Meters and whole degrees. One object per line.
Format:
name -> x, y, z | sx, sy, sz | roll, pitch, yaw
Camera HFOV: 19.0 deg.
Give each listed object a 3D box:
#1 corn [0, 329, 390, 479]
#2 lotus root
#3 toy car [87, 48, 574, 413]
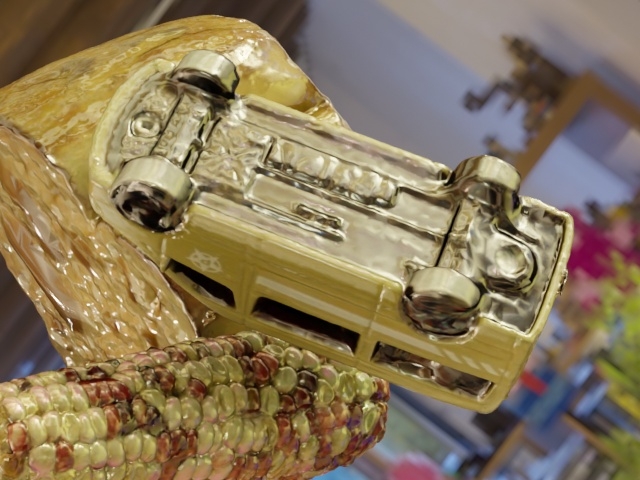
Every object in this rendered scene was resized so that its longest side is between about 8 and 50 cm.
corn -> -0.076, 0.100, 1.063 | 0.281, 0.092, 0.092 | -5, -38, -41
lotus root -> -0.072, -0.020, 1.270 | 0.250, 0.316, 0.316 | -38, -7, -13
toy car -> 0.000, 0.000, 1.029 | 0.124, 0.257, 0.101 | 106, -174, -55
